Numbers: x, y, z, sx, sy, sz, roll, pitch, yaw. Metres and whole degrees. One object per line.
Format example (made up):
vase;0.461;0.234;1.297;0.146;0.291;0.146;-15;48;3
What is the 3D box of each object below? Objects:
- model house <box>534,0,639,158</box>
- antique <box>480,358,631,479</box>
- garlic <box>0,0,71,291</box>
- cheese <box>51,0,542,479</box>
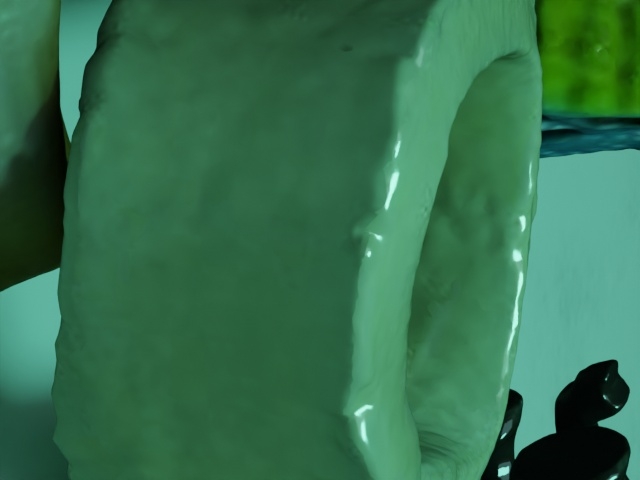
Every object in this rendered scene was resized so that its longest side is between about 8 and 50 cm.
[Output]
model house;0.147;-0.170;1.110;0.215;0.303;0.237;13;78;-55
antique;0.127;0.243;1.173;0.322;0.185;0.255;-50;124;-52
garlic;-0.148;-0.114;0.748;0.143;0.112;0.318;-59;149;-51
cheese;0.002;0.003;0.888;0.332;0.153;0.292;-14;111;-73
